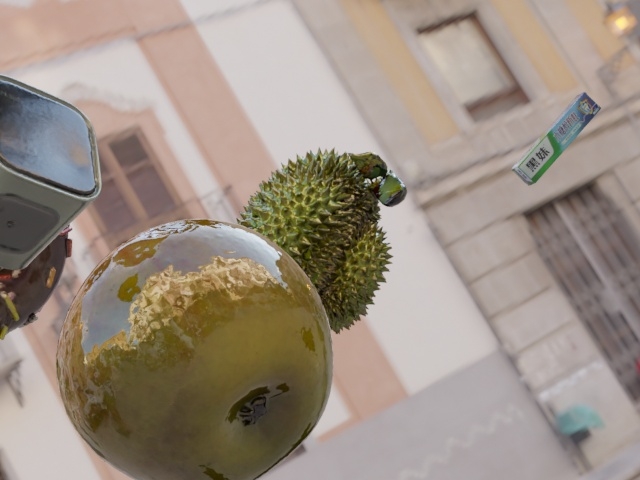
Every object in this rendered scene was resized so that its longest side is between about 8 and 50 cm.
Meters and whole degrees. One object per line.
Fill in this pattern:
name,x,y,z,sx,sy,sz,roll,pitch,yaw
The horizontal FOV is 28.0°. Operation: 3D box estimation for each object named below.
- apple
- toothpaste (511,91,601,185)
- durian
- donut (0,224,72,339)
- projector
apple,-0.040,0.037,0.413,0.089,0.074,0.090,-21,-51,-28
toothpaste,0.183,-0.079,0.994,0.083,0.020,0.017,-47,4,-12
durian,-0.015,0.001,1.275,0.159,0.198,0.146,3,12,-24
donut,-0.414,0.000,1.510,0.269,0.270,0.103,-25,16,-30
projector,-0.195,-0.042,0.804,0.083,0.083,0.082,23,-49,-39
